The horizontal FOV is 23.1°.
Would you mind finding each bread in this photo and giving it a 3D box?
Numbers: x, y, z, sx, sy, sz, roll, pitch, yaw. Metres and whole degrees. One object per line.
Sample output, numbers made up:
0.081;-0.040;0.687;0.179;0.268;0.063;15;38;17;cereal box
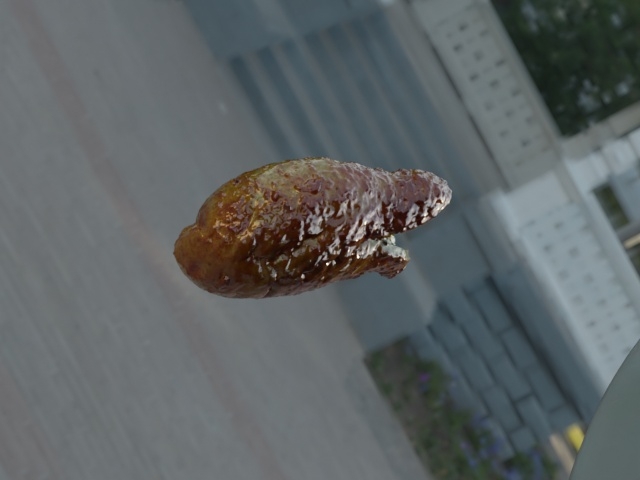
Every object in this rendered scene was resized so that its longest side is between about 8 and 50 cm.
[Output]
0.001;-0.006;1.347;0.268;0.139;0.095;2;46;-33;bread

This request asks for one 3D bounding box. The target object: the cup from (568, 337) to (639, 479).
0.215;0.124;0.312;0.322;0.326;0.237;-24;104;-41;cup
